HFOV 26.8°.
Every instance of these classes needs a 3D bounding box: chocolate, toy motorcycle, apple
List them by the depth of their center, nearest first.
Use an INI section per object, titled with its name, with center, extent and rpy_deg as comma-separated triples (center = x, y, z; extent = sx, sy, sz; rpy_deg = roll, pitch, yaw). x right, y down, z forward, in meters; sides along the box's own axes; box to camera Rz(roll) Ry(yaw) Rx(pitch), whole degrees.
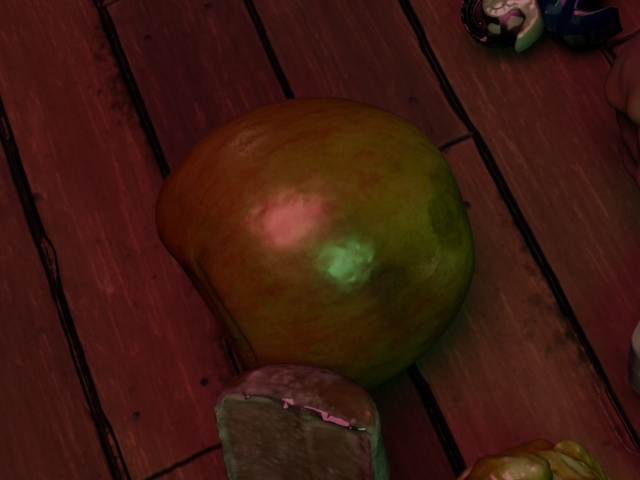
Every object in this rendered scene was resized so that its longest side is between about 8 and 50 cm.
[chocolate]
center = -0.003, 0.233, 1.421
extent = 0.185, 0.303, 0.100
rpy_deg = 10, 47, 17
[apple]
center = 0.000, 0.000, 1.492
extent = 0.340, 0.339, 0.339
rpy_deg = -7, 66, 15
[toy motorcycle]
center = 0.321, -0.364, 1.661
extent = 0.196, 0.125, 0.331
rpy_deg = 29, 83, 24

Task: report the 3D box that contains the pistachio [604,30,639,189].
[pistachio]
center = 0.526, -0.152, 1.413
extent = 0.446, 0.281, 0.365
rpy_deg = -4, 34, 20

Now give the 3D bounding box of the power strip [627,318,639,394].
[power strip]
center = 0.434, 0.164, 1.411
extent = 0.230, 0.141, 0.261
rpy_deg = 23, 62, 24

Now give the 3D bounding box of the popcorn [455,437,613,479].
[popcorn]
center = 0.202, 0.323, 1.329
extent = 0.226, 0.276, 0.276
rpy_deg = -6, 66, 10
